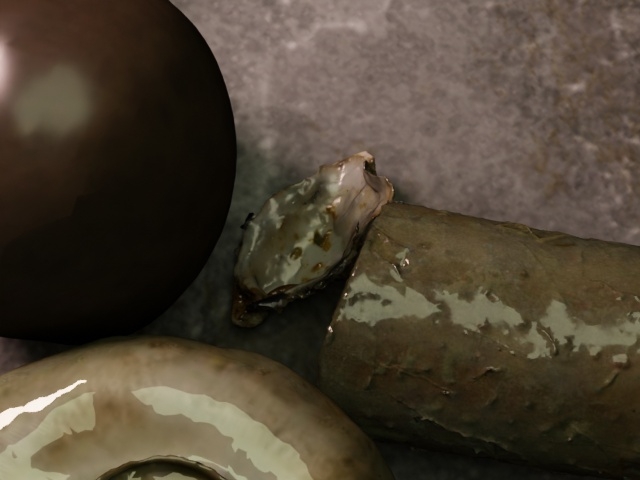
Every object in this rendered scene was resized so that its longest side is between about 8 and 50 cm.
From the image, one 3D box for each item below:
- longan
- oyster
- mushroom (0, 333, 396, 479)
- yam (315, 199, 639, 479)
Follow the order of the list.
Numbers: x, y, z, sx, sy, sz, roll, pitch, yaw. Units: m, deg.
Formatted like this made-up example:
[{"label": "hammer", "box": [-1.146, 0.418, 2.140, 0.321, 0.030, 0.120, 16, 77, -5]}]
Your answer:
[{"label": "longan", "box": [-0.176, -0.071, 1.199, 0.243, 0.300, 0.300, -18, 74, -14]}, {"label": "oyster", "box": [-0.007, 0.005, 1.316, 0.148, 0.051, 0.103, -36, 36, -3]}, {"label": "mushroom", "box": [-0.108, 0.222, 1.126, 0.352, 0.260, 0.352, 2, 74, -8]}, {"label": "yam", "box": [0.132, 0.068, 1.257, 0.268, 0.161, 0.161, 10, 70, -2]}]
